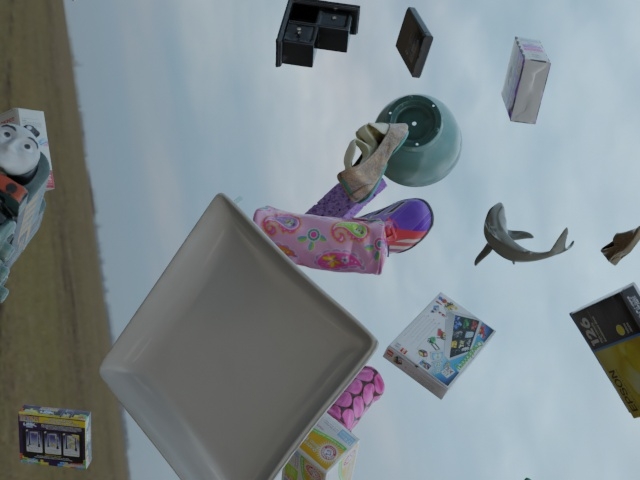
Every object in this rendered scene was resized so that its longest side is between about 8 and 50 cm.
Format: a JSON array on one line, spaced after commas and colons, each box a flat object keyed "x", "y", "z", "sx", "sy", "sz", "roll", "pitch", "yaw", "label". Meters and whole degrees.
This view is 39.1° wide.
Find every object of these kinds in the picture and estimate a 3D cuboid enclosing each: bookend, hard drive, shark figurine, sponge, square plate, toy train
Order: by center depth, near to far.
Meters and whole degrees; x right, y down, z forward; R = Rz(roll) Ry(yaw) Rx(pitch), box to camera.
[{"x": -0.445, "y": -0.032, "z": 1.195, "sx": 0.190, "sy": 0.142, "sz": 0.334, "roll": -63, "pitch": -171, "yaw": -29, "label": "toy train"}, {"x": -0.124, "y": 0.165, "z": 1.260, "sx": 0.347, "sy": 0.049, "sz": 0.344, "roll": 43, "pitch": -76, "yaw": 30, "label": "square plate"}, {"x": 0.191, "y": -0.409, "z": 1.855, "sx": 0.135, "sy": 0.022, "sz": 0.094, "roll": -107, "pitch": -153, "yaw": -49, "label": "hard drive"}, {"x": -0.006, "y": -0.432, "z": 1.900, "sx": 0.072, "sy": 0.156, "sz": 0.157, "roll": 94, "pitch": 7, "yaw": -51, "label": "bookend"}, {"x": 0.430, "y": -0.006, "z": 2.043, "sx": 0.116, "sy": 0.166, "sz": 0.278, "roll": 49, "pitch": -9, "yaw": -35, "label": "shark figurine"}, {"x": 0.060, "y": -0.098, "z": 2.251, "sx": 0.031, "sy": 0.210, "sz": 0.117, "roll": 51, "pitch": -6, "yaw": -38, "label": "sponge"}]

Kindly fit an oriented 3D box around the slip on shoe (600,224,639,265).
[{"x": 0.569, "y": 0.002, "z": 1.691, "sx": 0.041, "sy": 0.051, "sz": 0.135, "roll": 41, "pitch": -20, "yaw": 12, "label": "slip on shoe"}]

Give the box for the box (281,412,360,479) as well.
[{"x": -0.002, "y": 0.447, "z": 1.813, "sx": 0.114, "sy": 0.103, "sz": 0.203, "roll": 35, "pitch": -34, "yaw": 23, "label": "box"}]

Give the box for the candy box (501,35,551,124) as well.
[{"x": 0.521, "y": -0.411, "z": 2.295, "sx": 0.196, "sy": 0.070, "sz": 0.165, "roll": -82, "pitch": 180, "yaw": -60, "label": "candy box"}]

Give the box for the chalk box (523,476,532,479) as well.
[{"x": 0.435, "y": 0.595, "z": 1.866, "sx": 0.132, "sy": 0.132, "sz": 0.213, "roll": 36, "pitch": -39, "yaw": 12, "label": "chalk box"}]

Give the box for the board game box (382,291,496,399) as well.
[{"x": 0.327, "y": 0.279, "z": 2.442, "sx": 0.193, "sy": 0.305, "sz": 0.053, "roll": 36, "pitch": -48, "yaw": 16, "label": "board game box"}]

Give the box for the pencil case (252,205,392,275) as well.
[{"x": 0.000, "y": 0.000, "z": 1.822, "sx": 0.124, "sy": 0.284, "sz": 0.124, "roll": 6, "pitch": 90, "yaw": -86, "label": "pencil case"}]

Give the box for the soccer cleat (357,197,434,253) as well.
[{"x": 0.103, "y": -0.010, "z": 1.969, "sx": 0.318, "sy": 0.116, "sz": 0.109, "roll": -19, "pitch": -98, "yaw": 38, "label": "soccer cleat"}]

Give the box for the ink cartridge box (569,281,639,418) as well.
[{"x": 0.746, "y": 0.284, "z": 2.209, "sx": 0.304, "sy": 0.072, "sz": 0.307, "roll": 60, "pitch": -24, "yaw": 10, "label": "ink cartridge box"}]

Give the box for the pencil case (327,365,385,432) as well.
[{"x": 0.081, "y": 0.399, "z": 2.195, "sx": 0.098, "sy": 0.209, "sz": 0.095, "roll": 47, "pitch": -43, "yaw": 0, "label": "pencil case"}]

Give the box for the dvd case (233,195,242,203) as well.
[{"x": -0.255, "y": -0.067, "z": 2.361, "sx": 0.013, "sy": 0.087, "sz": 0.119, "roll": 47, "pitch": -33, "yaw": 1, "label": "dvd case"}]

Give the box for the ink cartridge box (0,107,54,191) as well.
[{"x": -0.651, "y": -0.185, "z": 1.945, "sx": 0.127, "sy": 0.072, "sz": 0.175, "roll": -12, "pitch": -96, "yaw": 36, "label": "ink cartridge box"}]

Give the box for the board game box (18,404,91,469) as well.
[{"x": -0.652, "y": 0.483, "z": 2.212, "sx": 0.048, "sy": 0.170, "sz": 0.141, "roll": -75, "pitch": 171, "yaw": -72, "label": "board game box"}]

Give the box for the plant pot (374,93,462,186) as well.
[{"x": 0.292, "y": -0.335, "z": 2.783, "sx": 0.196, "sy": 0.293, "sz": 0.293, "roll": 60, "pitch": 17, "yaw": -72, "label": "plant pot"}]

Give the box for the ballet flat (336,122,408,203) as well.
[{"x": 0.122, "y": -0.215, "z": 2.122, "sx": 0.107, "sy": 0.106, "sz": 0.316, "roll": -35, "pitch": -163, "yaw": 39, "label": "ballet flat"}]
